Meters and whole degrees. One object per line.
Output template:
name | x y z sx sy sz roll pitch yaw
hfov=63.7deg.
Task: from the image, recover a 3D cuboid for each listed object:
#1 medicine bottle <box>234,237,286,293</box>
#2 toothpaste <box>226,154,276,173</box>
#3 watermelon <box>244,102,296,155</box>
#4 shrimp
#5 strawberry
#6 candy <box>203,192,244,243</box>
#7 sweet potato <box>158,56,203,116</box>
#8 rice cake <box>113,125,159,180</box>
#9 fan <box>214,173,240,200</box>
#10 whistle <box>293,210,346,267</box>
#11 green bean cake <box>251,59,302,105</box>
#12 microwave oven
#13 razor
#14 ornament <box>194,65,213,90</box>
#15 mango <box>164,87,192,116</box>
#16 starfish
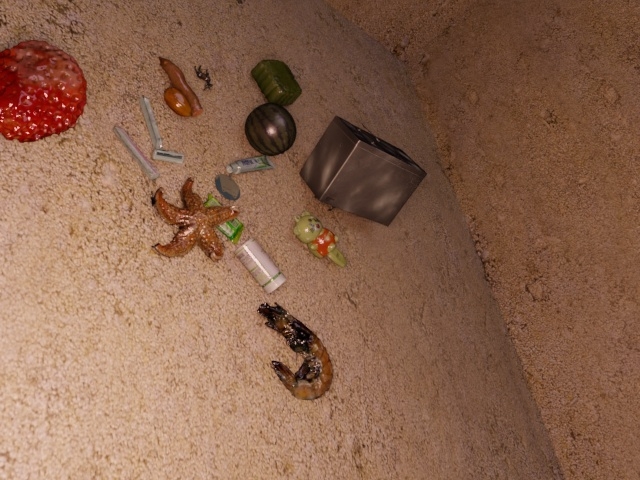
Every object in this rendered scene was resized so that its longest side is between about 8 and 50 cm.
medicine bottle | -0.203 0.085 1.735 0.183 0.086 0.086 52 34 -4
toothpaste | -0.269 -0.296 2.016 0.074 0.048 0.297 56 29 4
watermelon | -0.199 -0.446 2.086 0.212 0.212 0.212 31 41 -31
shrimp | -0.088 0.361 1.661 0.365 0.071 0.233 48 40 -18
strawberry | -0.783 -0.418 1.416 0.265 0.149 0.336 37 39 -26
candy | -0.337 -0.073 1.757 0.178 0.032 0.102 44 39 -16
sweet potato | -0.530 -0.594 1.940 0.281 0.059 0.067 59 6 2
rice cake | -0.585 -0.277 1.634 0.207 0.033 0.033 52 44 -2
fan | -0.337 -0.217 1.901 0.113 0.005 0.175 33 40 -31
whistle | 0.000 0.000 2.031 0.288 0.106 0.131 43 43 -16
green bean cake | -0.203 -0.740 2.412 0.214 0.113 0.200 58 34 4
microwave oven | 0.183 -0.286 2.265 0.432 0.374 0.236 18 26 -38
razor | -0.559 -0.371 1.737 0.111 0.056 0.277 2 52 -51
ornament | -0.474 -0.657 2.095 0.073 0.028 0.125 18 47 -42
mango | -0.517 -0.504 1.877 0.127 0.063 0.077 51 43 -7
starfish | -0.399 -0.074 1.606 0.303 0.113 0.312 26 51 -37
